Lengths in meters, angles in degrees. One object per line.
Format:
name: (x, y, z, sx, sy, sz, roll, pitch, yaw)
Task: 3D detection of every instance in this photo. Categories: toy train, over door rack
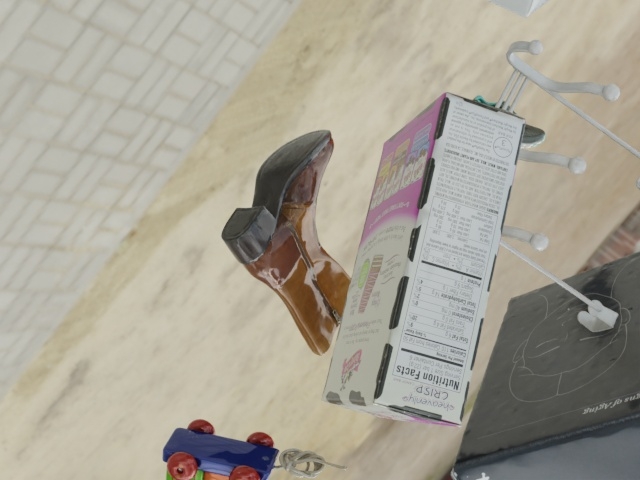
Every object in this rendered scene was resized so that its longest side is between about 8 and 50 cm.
toy train: (-0.095, 0.349, 1.325, 0.105, 0.248, 0.143, -63, 162, -66)
over door rack: (0.319, -0.066, 1.202, 0.108, 0.324, 0.239, 0, -123, 61)

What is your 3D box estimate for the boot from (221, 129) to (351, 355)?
boot: (0.000, 0.000, 1.511, 0.280, 0.096, 0.264, 52, 52, -34)

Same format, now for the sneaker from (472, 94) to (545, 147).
sneaker: (0.358, -0.232, 1.856, 0.065, 0.166, 0.076, -69, 173, -52)

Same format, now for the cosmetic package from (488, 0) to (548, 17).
cosmetic package: (0.220, -0.407, 1.189, 0.225, 0.224, 0.138, -40, 153, -45)

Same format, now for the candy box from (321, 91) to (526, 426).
candy box: (0.076, 0.022, 0.746, 0.159, 0.071, 0.233, 149, -43, -75)

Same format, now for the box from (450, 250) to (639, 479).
box: (0.503, 0.235, 1.391, 0.480, 0.297, 0.472, -24, -166, 31)
